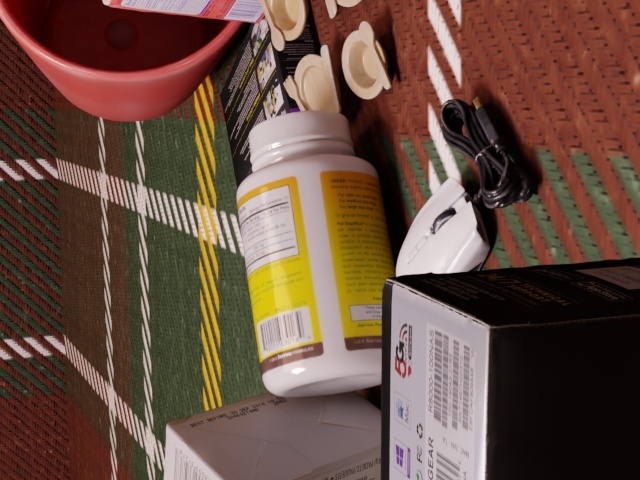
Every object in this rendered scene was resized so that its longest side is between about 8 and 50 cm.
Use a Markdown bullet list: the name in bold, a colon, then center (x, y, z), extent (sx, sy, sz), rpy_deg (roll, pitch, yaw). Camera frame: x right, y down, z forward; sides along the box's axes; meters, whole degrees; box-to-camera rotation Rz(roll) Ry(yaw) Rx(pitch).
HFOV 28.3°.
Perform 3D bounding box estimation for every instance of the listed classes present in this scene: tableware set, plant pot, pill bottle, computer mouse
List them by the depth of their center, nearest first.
- **computer mouse**: center (0.086, -0.002, 0.876), extent (0.193, 0.042, 0.106), rpy_deg (106, 151, -42)
- **pill bottle**: center (-0.002, 0.010, 1.010), extent (0.117, 0.117, 0.214), rpy_deg (138, 126, -65)
- **tableware set**: center (0.005, -0.171, 1.041), extent (0.169, 0.020, 0.141), rpy_deg (-25, 83, 55)
- **plant pot**: center (-0.207, -0.255, 1.350), extent (0.243, 0.275, 0.274), rpy_deg (124, 139, -74)

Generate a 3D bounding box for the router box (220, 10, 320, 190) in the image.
- **router box**: center (-0.046, -0.128, 1.208), extent (0.179, 0.046, 0.133), rpy_deg (125, 138, -59)

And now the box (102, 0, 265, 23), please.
- **box**: center (-0.069, -0.320, 1.027), extent (0.300, 0.154, 0.142), rpy_deg (-44, 52, 53)

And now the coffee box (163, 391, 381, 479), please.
- **coffee box**: center (-0.037, 0.280, 1.051), extent (0.119, 0.168, 0.297), rpy_deg (35, 128, 44)

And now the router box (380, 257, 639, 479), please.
- **router box**: center (0.146, 0.159, 0.452), extent (0.081, 0.243, 0.308), rpy_deg (-156, 64, -67)
